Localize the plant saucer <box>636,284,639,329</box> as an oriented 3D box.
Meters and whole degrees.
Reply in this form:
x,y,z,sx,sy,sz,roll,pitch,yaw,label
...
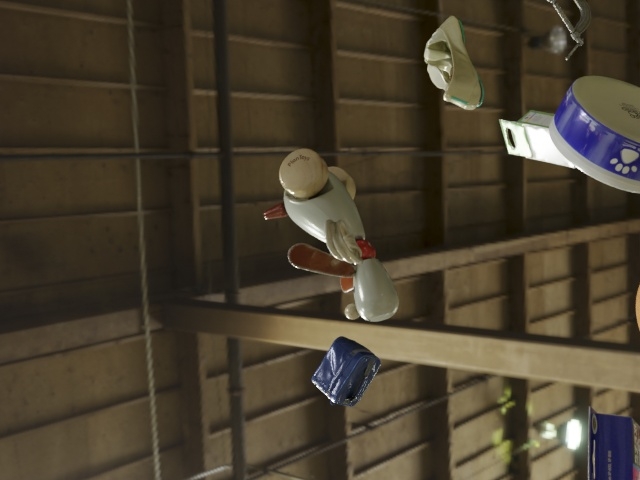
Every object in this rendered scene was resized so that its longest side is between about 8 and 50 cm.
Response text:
x,y,z,sx,sy,sz,roll,pitch,yaw,label
0.505,0.104,1.155,0.037,0.200,0.200,-19,-74,-44,plant saucer

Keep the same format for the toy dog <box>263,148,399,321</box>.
x,y,z,sx,sy,sz,roll,pitch,yaw,label
0.000,0.000,1.509,0.220,0.161,0.334,43,-158,-39,toy dog

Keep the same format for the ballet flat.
x,y,z,sx,sy,sz,roll,pitch,yaw,label
0.225,-0.321,1.564,0.086,0.086,0.248,50,-159,-39,ballet flat

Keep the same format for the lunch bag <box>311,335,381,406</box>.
x,y,z,sx,sy,sz,roll,pitch,yaw,label
0.040,0.201,1.320,0.067,0.065,0.098,23,-82,-50,lunch bag

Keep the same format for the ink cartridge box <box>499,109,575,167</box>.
x,y,z,sx,sy,sz,roll,pitch,yaw,label
0.552,-0.256,2.186,0.062,0.209,0.109,-41,-54,-23,ink cartridge box

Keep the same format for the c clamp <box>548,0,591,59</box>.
x,y,z,sx,sy,sz,roll,pitch,yaw,label
0.542,-0.500,1.931,0.137,0.022,0.161,-45,-69,-25,c clamp

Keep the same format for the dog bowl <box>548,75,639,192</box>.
x,y,z,sx,sy,sz,roll,pitch,yaw,label
0.595,-0.213,1.748,0.265,0.265,0.104,-31,-31,-45,dog bowl

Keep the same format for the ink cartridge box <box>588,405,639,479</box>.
x,y,z,sx,sy,sz,roll,pitch,yaw,label
0.568,0.433,1.633,0.371,0.069,0.176,36,-125,-50,ink cartridge box
